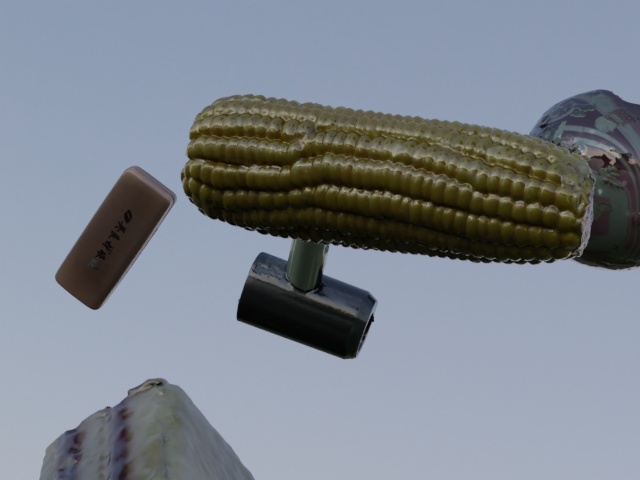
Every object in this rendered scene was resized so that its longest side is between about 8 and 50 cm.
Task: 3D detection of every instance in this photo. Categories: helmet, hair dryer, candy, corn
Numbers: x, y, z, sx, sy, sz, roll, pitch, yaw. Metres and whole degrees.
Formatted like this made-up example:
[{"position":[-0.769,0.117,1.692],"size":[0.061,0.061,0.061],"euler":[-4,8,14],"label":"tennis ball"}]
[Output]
[{"position":[0.238,-0.041,1.164],"size":[0.177,0.107,0.153],"euler":[12,-61,34],"label":"helmet"},{"position":[0.000,0.000,0.984],"size":[0.100,0.057,0.198],"euler":[18,-48,8],"label":"hair dryer"},{"position":[-0.083,0.283,1.062],"size":[0.135,0.179,0.321],"euler":[-33,-72,10],"label":"candy"},{"position":[0.033,-0.031,0.720],"size":[0.231,0.080,0.080],"euler":[9,-31,22],"label":"corn"}]

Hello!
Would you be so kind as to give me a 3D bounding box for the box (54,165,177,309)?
[{"position":[-0.161,-0.002,1.060],"size":[0.048,0.115,0.025],"euler":[37,15,-1],"label":"box"}]
